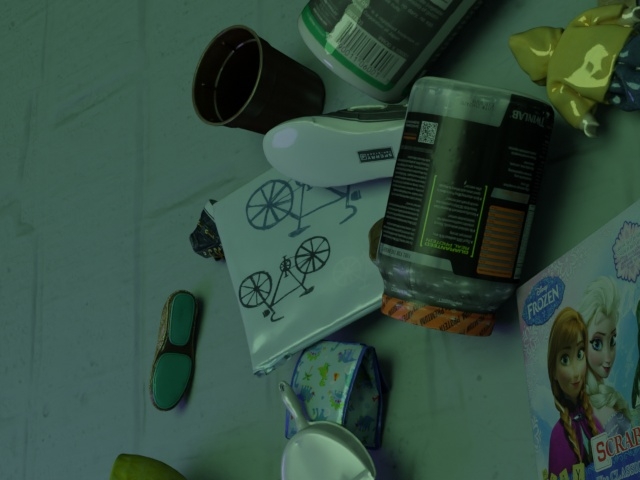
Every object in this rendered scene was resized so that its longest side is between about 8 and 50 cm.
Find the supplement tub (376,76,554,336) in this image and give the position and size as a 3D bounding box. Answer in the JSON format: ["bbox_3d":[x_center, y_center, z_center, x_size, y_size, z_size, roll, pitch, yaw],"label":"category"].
[{"bbox_3d":[0.184,-0.044,1.658,0.193,0.193,0.316,16,95,47],"label":"supplement tub"}]

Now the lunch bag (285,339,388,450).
[{"bbox_3d":[0.023,0.220,1.819,0.128,0.096,0.151,2,88,46],"label":"lunch bag"}]

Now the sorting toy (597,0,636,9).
[{"bbox_3d":[0.385,-0.314,1.687,0.083,0.012,0.062,-20,61,40],"label":"sorting toy"}]

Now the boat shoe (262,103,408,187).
[{"bbox_3d":[0.066,-0.152,1.848,0.301,0.108,0.102,-4,28,25],"label":"boat shoe"}]

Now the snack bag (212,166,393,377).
[{"bbox_3d":[0.000,0.000,1.905,0.323,0.037,0.343,-30,53,18],"label":"snack bag"}]

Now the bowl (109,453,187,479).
[{"bbox_3d":[-0.232,0.468,1.930,0.156,0.289,0.290,-1,71,1],"label":"bowl"}]

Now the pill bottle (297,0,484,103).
[{"bbox_3d":[0.146,-0.392,1.819,0.361,0.204,0.204,-50,47,21],"label":"pill bottle"}]

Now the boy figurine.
[{"bbox_3d":[0.358,-0.219,1.627,0.285,0.092,0.177,16,89,48],"label":"boy figurine"}]

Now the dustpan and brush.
[{"bbox_3d":[-0.015,0.284,1.753,0.147,0.060,0.211,-41,69,21],"label":"dustpan and brush"}]

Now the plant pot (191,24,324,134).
[{"bbox_3d":[-0.093,-0.242,2.041,0.167,0.165,0.167,-16,66,41],"label":"plant pot"}]

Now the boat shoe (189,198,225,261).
[{"bbox_3d":[-0.157,0.009,2.101,0.083,0.065,0.183,-60,38,14],"label":"boat shoe"}]

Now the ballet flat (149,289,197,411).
[{"bbox_3d":[-0.249,0.187,2.143,0.067,0.073,0.206,161,122,-71],"label":"ballet flat"}]

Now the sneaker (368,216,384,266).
[{"bbox_3d":[0.100,0.017,1.783,0.042,0.067,0.118,-26,26,23],"label":"sneaker"}]

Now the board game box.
[{"bbox_3d":[0.337,0.154,1.445,0.319,0.065,0.318,130,140,-61],"label":"board game box"}]
